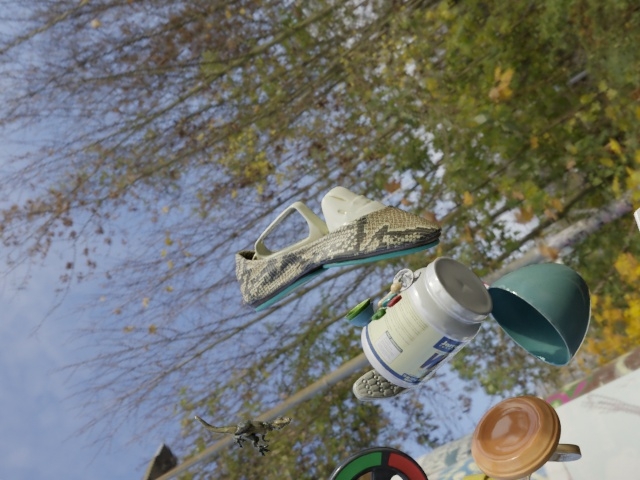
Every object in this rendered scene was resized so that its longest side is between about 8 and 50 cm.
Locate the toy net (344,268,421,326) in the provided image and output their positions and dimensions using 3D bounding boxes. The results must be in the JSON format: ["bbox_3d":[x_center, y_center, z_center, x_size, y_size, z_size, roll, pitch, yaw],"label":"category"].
[{"bbox_3d":[0.157,0.115,1.502,0.232,0.122,0.045,-38,-92,-37],"label":"toy net"}]

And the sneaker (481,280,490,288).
[{"bbox_3d":[0.505,0.178,2.223,0.252,0.111,0.103,38,-175,6],"label":"sneaker"}]

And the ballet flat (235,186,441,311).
[{"bbox_3d":[0.000,0.000,1.334,0.164,0.482,0.182,-21,-91,-55],"label":"ballet flat"}]

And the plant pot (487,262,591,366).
[{"bbox_3d":[0.631,0.175,1.860,0.290,0.195,0.290,45,166,15],"label":"plant pot"}]

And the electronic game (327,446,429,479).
[{"bbox_3d":[0.112,0.522,1.320,0.229,0.229,0.048,54,171,-7],"label":"electronic game"}]

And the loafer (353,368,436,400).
[{"bbox_3d":[0.244,0.478,2.250,0.319,0.111,0.112,-8,-119,-28],"label":"loafer"}]

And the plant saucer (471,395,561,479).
[{"bbox_3d":[0.398,0.400,1.390,0.037,0.200,0.200,50,-158,-23],"label":"plant saucer"}]

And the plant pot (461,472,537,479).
[{"bbox_3d":[0.596,0.858,2.121,0.254,0.239,0.254,37,-138,-43],"label":"plant pot"}]

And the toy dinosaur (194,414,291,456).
[{"bbox_3d":[-0.197,0.515,1.790,0.268,0.064,0.118,8,-163,-24],"label":"toy dinosaur"}]

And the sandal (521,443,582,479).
[{"bbox_3d":[0.491,0.523,1.558,0.088,0.239,0.079,84,-176,-51],"label":"sandal"}]

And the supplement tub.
[{"bbox_3d":[0.289,0.223,1.837,0.235,0.325,0.235,26,-146,-19],"label":"supplement tub"}]

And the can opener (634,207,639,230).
[{"bbox_3d":[0.761,0.029,1.471,0.093,0.074,0.281,36,-138,-53],"label":"can opener"}]
